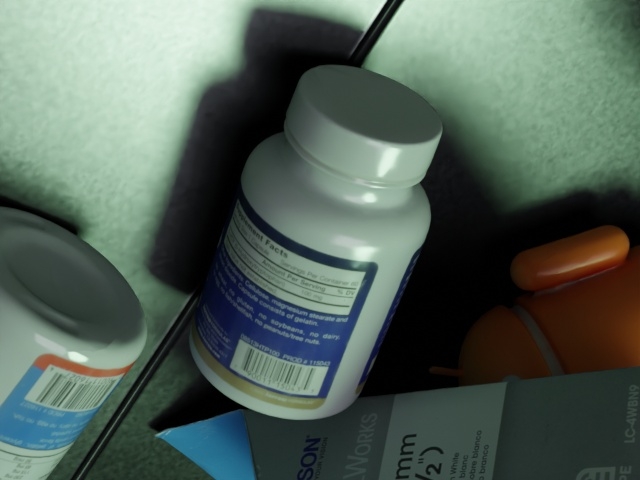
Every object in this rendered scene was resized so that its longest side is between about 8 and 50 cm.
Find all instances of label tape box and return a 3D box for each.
[{"bbox_3d":[0.090,0.201,0.975,0.347,0.115,0.249,-11,139,30],"label":"label tape box"}]

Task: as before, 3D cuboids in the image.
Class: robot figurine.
[{"bbox_3d":[0.187,0.083,1.021,0.219,0.128,0.158,-22,145,-5],"label":"robot figurine"}]

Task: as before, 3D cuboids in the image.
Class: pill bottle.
[{"bbox_3d":[0.000,0.000,0.886,0.112,0.112,0.187,4,124,-26],"label":"pill bottle"},{"bbox_3d":[-0.205,0.099,0.869,0.124,0.124,0.221,25,114,-36],"label":"pill bottle"}]
